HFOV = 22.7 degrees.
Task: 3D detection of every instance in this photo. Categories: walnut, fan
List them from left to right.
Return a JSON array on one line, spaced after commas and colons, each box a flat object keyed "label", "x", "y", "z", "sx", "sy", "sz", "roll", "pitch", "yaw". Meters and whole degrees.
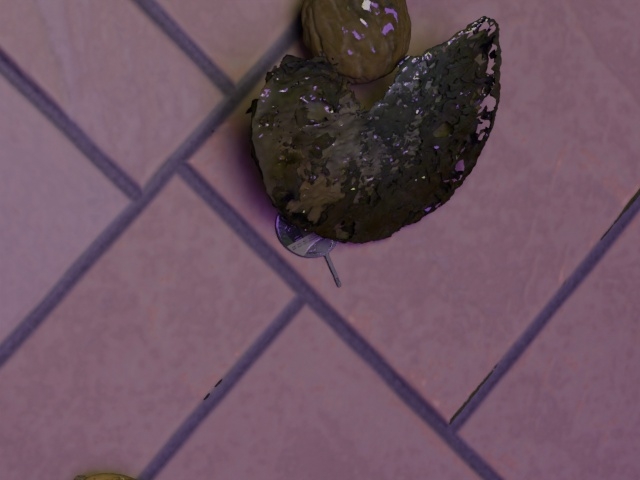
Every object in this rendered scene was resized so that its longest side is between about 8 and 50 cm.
[{"label": "fan", "x": -0.008, "y": -0.003, "z": 1.243, "sx": 0.060, "sy": 0.003, "sz": 0.080, "roll": 1, "pitch": 96, "yaw": -24}, {"label": "walnut", "x": 0.027, "y": -0.162, "z": 1.198, "sx": 0.092, "sy": 0.092, "sz": 0.092, "roll": -3, "pitch": 98, "yaw": -24}]

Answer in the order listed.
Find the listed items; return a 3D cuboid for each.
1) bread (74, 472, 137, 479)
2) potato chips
[{"label": "bread", "x": -0.157, "y": 0.226, "z": 1.179, "sx": 0.072, "sy": 0.053, "sz": 0.106, "roll": 20, "pitch": 94, "yaw": -22}, {"label": "potato chips", "x": 0.041, "y": -0.082, "z": 1.194, "sx": 0.220, "sy": 0.029, "sz": 0.202, "roll": 3, "pitch": 123, "yaw": -36}]
